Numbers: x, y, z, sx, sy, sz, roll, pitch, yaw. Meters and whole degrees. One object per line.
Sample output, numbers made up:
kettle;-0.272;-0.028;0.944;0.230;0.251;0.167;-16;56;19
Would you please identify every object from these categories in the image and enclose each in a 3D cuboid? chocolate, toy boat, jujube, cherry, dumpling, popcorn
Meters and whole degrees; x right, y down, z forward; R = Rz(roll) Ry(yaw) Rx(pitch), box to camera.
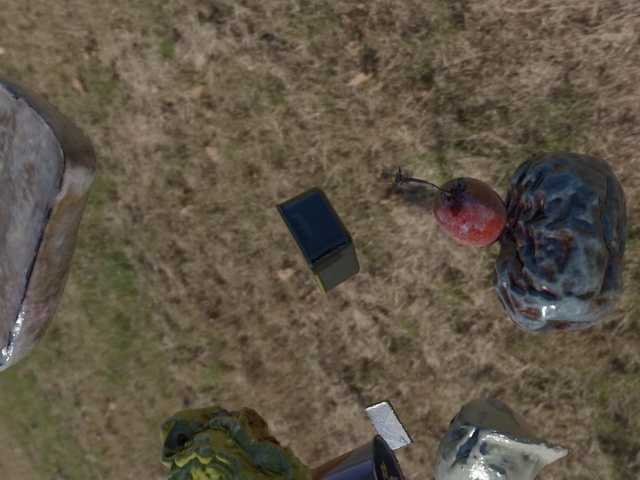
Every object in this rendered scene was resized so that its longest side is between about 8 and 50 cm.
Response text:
chocolate;-0.318;-0.015;0.752;0.185;0.100;0.303;40;120;27
toy boat;0.148;0.400;1.558;0.063;0.016;0.115;-26;97;24
jujube;0.410;0.002;1.241;0.226;0.226;0.317;-6;73;47
cherry;0.173;-0.058;0.987;0.090;0.225;0.107;-56;27;16
dumpling;0.238;0.285;0.949;0.247;0.173;0.142;104;168;-60
popcorn;-0.119;0.365;1.054;0.225;0.174;0.286;-32;62;31

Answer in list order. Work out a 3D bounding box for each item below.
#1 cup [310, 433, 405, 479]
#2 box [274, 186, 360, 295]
cup;0.008;0.496;1.322;0.288;0.203;0.203;-24;89;12
box;0.000;0.000;1.316;0.144;0.090;0.201;59;177;23
